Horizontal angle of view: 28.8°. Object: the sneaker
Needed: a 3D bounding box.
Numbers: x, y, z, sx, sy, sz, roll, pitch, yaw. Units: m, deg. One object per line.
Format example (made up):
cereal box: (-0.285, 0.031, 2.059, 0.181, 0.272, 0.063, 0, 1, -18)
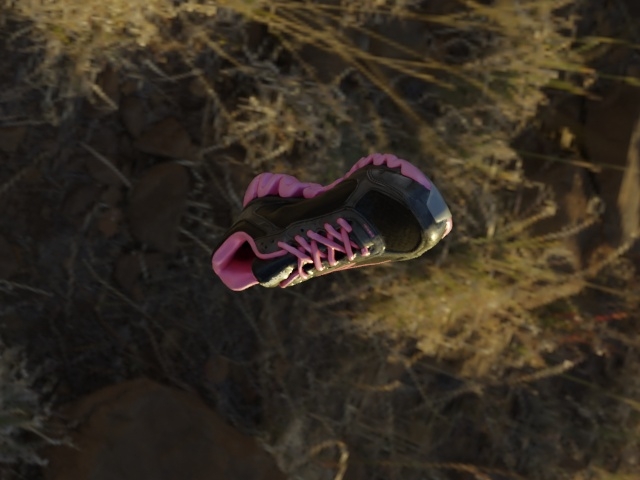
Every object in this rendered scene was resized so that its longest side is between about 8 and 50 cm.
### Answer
sneaker: (0.000, 0.000, 0.499, 0.057, 0.119, 0.047, -46, 114, -34)
